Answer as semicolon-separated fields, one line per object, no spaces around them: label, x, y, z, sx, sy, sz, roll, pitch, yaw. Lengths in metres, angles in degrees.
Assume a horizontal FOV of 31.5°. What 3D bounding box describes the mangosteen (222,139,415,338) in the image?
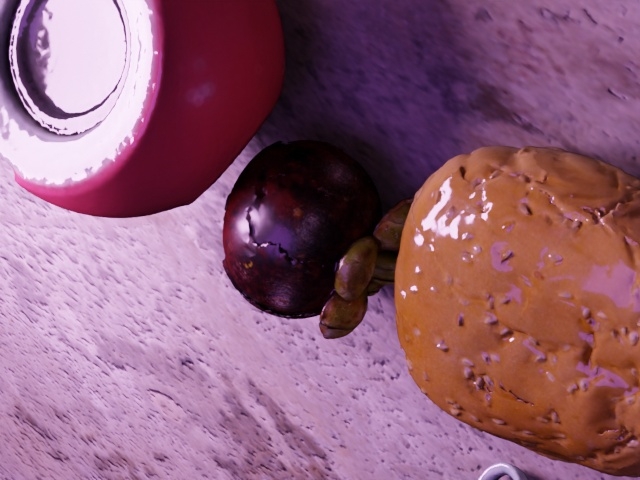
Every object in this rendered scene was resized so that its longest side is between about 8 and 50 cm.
mangosteen;0.000;0.000;1.008;0.180;0.166;0.166;26;123;19

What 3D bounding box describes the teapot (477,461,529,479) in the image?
teapot;0.107;0.290;1.069;0.232;0.159;0.159;-39;83;29

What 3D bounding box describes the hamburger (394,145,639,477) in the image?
hamburger;0.190;0.057;0.891;0.283;0.144;0.260;14;114;28

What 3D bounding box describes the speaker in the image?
speaker;-0.181;-0.173;1.004;0.294;0.294;0.294;16;118;33
